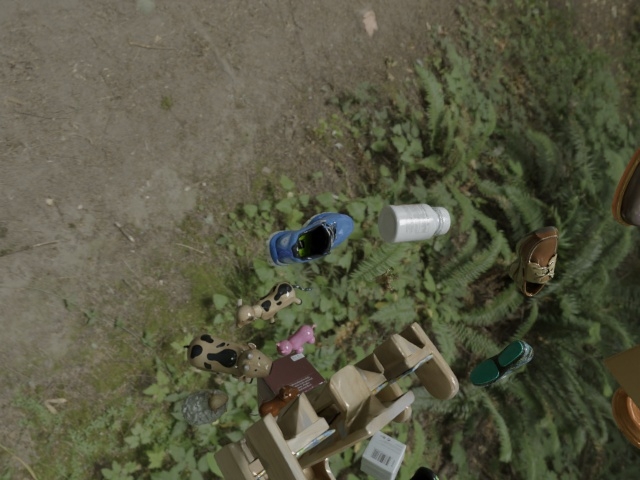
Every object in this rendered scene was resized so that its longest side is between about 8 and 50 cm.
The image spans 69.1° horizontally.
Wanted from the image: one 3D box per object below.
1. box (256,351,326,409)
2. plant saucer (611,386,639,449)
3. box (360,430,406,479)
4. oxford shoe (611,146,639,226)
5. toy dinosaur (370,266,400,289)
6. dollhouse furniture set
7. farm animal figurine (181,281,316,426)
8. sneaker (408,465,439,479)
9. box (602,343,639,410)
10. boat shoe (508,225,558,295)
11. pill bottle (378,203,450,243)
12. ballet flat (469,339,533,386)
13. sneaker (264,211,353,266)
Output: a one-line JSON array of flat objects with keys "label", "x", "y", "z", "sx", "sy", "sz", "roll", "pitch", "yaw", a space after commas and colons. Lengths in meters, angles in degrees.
[{"label": "box", "x": -0.098, "y": 0.509, "z": 1.516, "sx": 0.169, "sy": 0.167, "sz": 0.203, "roll": -17, "pitch": 125, "yaw": -30}, {"label": "plant saucer", "x": 0.847, "y": 0.445, "z": 1.169, "sx": 0.200, "sy": 0.200, "sz": 0.037, "roll": -51, "pitch": 156, "yaw": -35}, {"label": "box", "x": 0.185, "y": 0.641, "z": 1.370, "sx": 0.102, "sy": 0.101, "sz": 0.087, "roll": -44, "pitch": 145, "yaw": -44}, {"label": "oxford shoe", "x": 0.703, "y": -0.159, "z": 0.850, "sx": 0.130, "sy": 0.363, "sz": 0.132, "roll": 26, "pitch": 26, "yaw": -16}, {"label": "toy dinosaur", "x": 0.257, "y": 0.148, "z": 1.865, "sx": 0.093, "sy": 0.183, "sz": 0.053, "roll": -29, "pitch": 104, "yaw": -11}, {"label": "dollhouse furniture set", "x": 0.028, "y": 0.390, "z": 0.807, "sx": 0.362, "sy": 0.394, "sz": 0.256, "roll": -18, "pitch": 68, "yaw": -44}, {"label": "farm animal figurine", "x": -0.179, "y": 0.264, "z": 1.118, "sx": 0.172, "sy": 0.327, "sz": 0.330, "roll": 63, "pitch": 23, "yaw": -64}, {"label": "sneaker", "x": 0.220, "y": 0.895, "z": 1.453, "sx": 0.483, "sy": 0.185, "sz": 0.202, "roll": -28, "pitch": 110, "yaw": -42}, {"label": "box", "x": 0.687, "y": 0.266, "z": 0.895, "sx": 0.021, "sy": 0.201, "sz": 0.164, "roll": -13, "pitch": 63, "yaw": -37}, {"label": "boat shoe", "x": 0.682, "y": 0.074, "z": 1.450, "sx": 0.324, "sy": 0.123, "sz": 0.119, "roll": 68, "pitch": 7, "yaw": -58}, {"label": "pill bottle", "x": 0.328, "y": -0.062, "z": 1.615, "sx": 0.229, "sy": 0.131, "sz": 0.131, "roll": -4, "pitch": 97, "yaw": -24}, {"label": "ballet flat", "x": 0.475, "y": 0.328, "z": 1.209, "sx": 0.070, "sy": 0.188, "sz": 0.070, "roll": 26, "pitch": 37, "yaw": -22}, {"label": "sneaker", "x": 0.000, "y": 0.000, "z": 1.363, "sx": 0.330, "sy": 0.147, "sz": 0.129, "roll": -26, "pitch": 110, "yaw": -44}]
